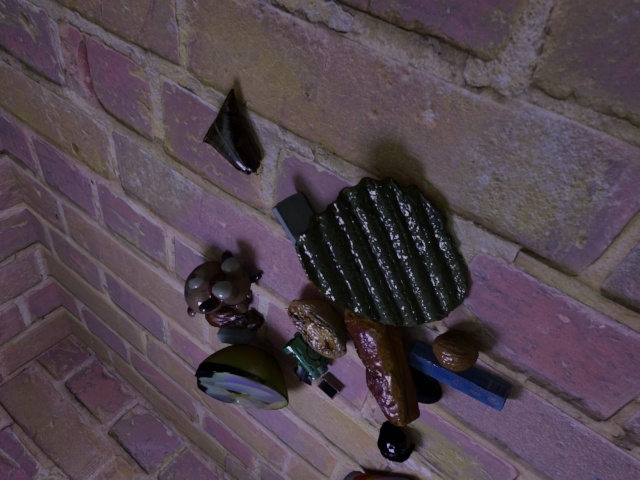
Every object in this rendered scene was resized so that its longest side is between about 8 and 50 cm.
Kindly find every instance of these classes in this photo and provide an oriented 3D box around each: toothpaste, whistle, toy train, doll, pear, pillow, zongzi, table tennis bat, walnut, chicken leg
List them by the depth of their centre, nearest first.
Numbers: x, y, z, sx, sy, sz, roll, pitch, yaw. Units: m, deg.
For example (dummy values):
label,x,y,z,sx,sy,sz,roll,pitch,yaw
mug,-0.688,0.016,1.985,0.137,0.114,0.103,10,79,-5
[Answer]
label,x,y,z,sx,sy,sz,roll,pitch,yaw
walnut,0.344,0.281,1.218,0.124,0.105,0.105,16,131,47
whistle,0.000,0.000,1.264,0.163,0.163,0.290,-25,99,49
toothpaste,0.372,0.364,1.292,0.272,0.053,0.066,22,138,27
zongzi,-0.212,-0.285,1.294,0.187,0.084,0.184,41,130,-2
table tennis bat,0.260,0.421,1.457,0.236,0.027,0.150,27,134,22
toy train,-0.044,0.404,1.657,0.178,0.104,0.071,52,136,-5
doll,-0.363,0.162,1.699,0.330,0.235,0.174,-10,149,43
pillow,-0.057,0.481,1.769,0.136,0.055,0.091,105,147,-42
chicken leg,-0.349,0.299,1.869,0.304,0.093,0.113,1,110,37
pear,-0.295,0.525,1.874,0.399,0.165,0.399,10,144,8

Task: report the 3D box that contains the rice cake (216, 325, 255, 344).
label,x,y,z,sx,sy,sz,roll,pitch,yaw
rice cake,-0.351,0.391,1.950,0.206,0.069,0.063,-8,115,43

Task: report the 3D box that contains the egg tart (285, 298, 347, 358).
label,x,y,z,sx,sy,sz,roll,pitch,yaw
egg tart,0.001,0.271,1.522,0.252,0.098,0.232,34,144,23

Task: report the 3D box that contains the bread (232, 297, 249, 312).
label,x,y,z,sx,sy,sz,roll,pitch,yaw
bread,-0.307,0.232,1.784,0.113,0.060,0.082,9,153,43

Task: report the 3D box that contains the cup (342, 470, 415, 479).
label,x,y,z,sx,sy,sz,roll,pitch,yaw
cup,0.237,0.981,1.810,0.288,0.203,0.203,-28,100,43

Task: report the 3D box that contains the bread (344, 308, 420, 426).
label,x,y,z,sx,sy,sz,roll,pitch,yaw
bread,0.171,0.357,1.378,0.185,0.109,0.380,10,122,56

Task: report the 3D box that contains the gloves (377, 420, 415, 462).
label,x,y,z,sx,sy,sz,roll,pitch,yaw
gloves,0.251,0.721,1.637,0.129,0.106,0.181,11,124,34

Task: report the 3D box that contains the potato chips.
label,x,y,z,sx,sy,sz,roll,pitch,yaw
potato chips,0.150,0.055,1.145,0.358,0.070,0.429,-22,115,17

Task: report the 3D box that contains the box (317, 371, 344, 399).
label,x,y,z,sx,sy,sz,roll,pitch,yaw
box,0.034,0.532,1.738,0.083,0.035,0.079,38,139,11
